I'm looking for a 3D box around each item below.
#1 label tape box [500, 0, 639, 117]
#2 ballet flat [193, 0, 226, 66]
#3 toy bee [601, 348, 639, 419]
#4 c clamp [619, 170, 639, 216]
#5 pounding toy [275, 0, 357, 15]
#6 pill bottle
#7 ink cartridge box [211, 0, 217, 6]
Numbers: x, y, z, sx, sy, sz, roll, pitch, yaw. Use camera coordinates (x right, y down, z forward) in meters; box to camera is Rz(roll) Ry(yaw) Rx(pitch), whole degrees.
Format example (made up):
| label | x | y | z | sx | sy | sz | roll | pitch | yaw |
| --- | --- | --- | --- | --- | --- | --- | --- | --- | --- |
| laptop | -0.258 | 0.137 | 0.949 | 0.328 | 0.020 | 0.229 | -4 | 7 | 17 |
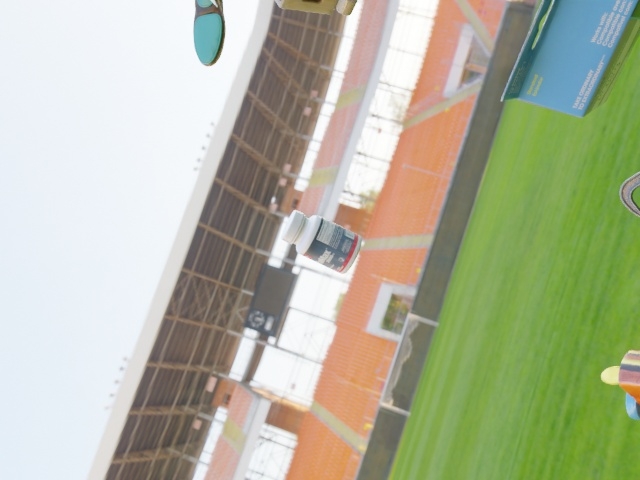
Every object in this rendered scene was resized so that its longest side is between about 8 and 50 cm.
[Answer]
| label | x | y | z | sx | sy | sz | roll | pitch | yaw |
| --- | --- | --- | --- | --- | --- | --- | --- | --- | --- |
| label tape box | 0.420 | -0.322 | 0.991 | 0.334 | 0.106 | 0.240 | -28 | -38 | -53 |
| ballet flat | -0.215 | -0.448 | 1.266 | 0.067 | 0.073 | 0.206 | -35 | -54 | -72 |
| toy bee | 0.647 | 0.278 | 1.231 | 0.162 | 0.195 | 0.298 | -62 | -31 | -28 |
| c clamp | 0.673 | -0.089 | 1.234 | 0.161 | 0.137 | 0.022 | -32 | -1 | 37 |
| pounding toy | -0.002 | -0.500 | 1.283 | 0.181 | 0.206 | 0.094 | -7 | -36 | -36 |
| pill bottle | 0.000 | 0.000 | 1.573 | 0.108 | 0.180 | 0.108 | -61 | 10 | 19 |
| ink cartridge box | -0.163 | -0.396 | 0.756 | 0.097 | 0.189 | 0.255 | -44 | 13 | 4 |
